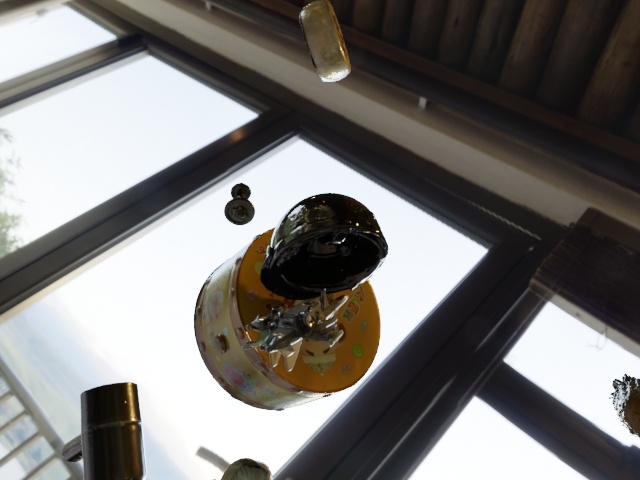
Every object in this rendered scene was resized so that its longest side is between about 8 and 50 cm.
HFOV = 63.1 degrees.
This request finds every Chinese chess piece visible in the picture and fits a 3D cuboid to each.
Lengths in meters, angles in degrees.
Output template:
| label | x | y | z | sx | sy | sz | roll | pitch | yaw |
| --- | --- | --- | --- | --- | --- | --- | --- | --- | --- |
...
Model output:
| label | x | y | z | sx | sy | sz | roll | pitch | yaw |
| --- | --- | --- | --- | --- | --- | --- | --- | --- | --- |
| Chinese chess piece | 0.018 | -0.656 | 1.723 | 0.104 | 0.257 | 0.257 | -15 | -63 | 12 |

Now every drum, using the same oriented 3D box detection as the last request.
| label | x | y | z | sx | sy | sz | roll | pitch | yaw |
| --- | --- | --- | --- | --- | --- | --- | --- | --- | --- |
| drum | -0.070 | 0.183 | 1.261 | 0.431 | 0.431 | 0.214 | 54 | -44 | -2 |

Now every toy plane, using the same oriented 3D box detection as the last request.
| label | x | y | z | sx | sy | sz | roll | pitch | yaw |
| --- | --- | --- | --- | --- | --- | --- | --- | --- | --- |
| toy plane | -0.022 | 0.137 | 0.947 | 0.192 | 0.262 | 0.088 | 3 | -64 | 34 |

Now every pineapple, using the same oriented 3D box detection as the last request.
| label | x | y | z | sx | sy | sz | roll | pitch | yaw |
| --- | --- | --- | --- | --- | --- | --- | --- | --- | --- |
| pineapple | 0.614 | 0.306 | 0.996 | 0.125 | 0.125 | 0.251 | 40 | 8 | 20 |

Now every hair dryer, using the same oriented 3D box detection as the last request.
| label | x | y | z | sx | sy | sz | roll | pitch | yaw |
| --- | --- | --- | --- | --- | --- | --- | --- | --- | --- |
| hair dryer | -0.302 | 0.275 | 0.689 | 0.219 | 0.071 | 0.124 | -33 | -120 | 40 |

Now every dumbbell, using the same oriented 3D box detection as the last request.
| label | x | y | z | sx | sy | sz | roll | pitch | yaw |
| --- | --- | --- | --- | --- | --- | --- | --- | --- | --- |
| dumbbell | -0.291 | -0.149 | 1.900 | 0.254 | 0.110 | 0.110 | -99 | 175 | -56 |

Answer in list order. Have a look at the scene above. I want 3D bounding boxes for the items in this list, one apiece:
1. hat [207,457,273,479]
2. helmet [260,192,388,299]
| label | x | y | z | sx | sy | sz | roll | pitch | yaw |
| --- | --- | --- | --- | --- | --- | --- | --- | --- | --- |
| hat | -0.265 | 0.835 | 1.680 | 0.232 | 0.275 | 0.161 | -16 | -78 | 31 |
| helmet | 0.000 | 0.000 | 1.090 | 0.279 | 0.160 | 0.230 | -30 | -39 | 31 |
